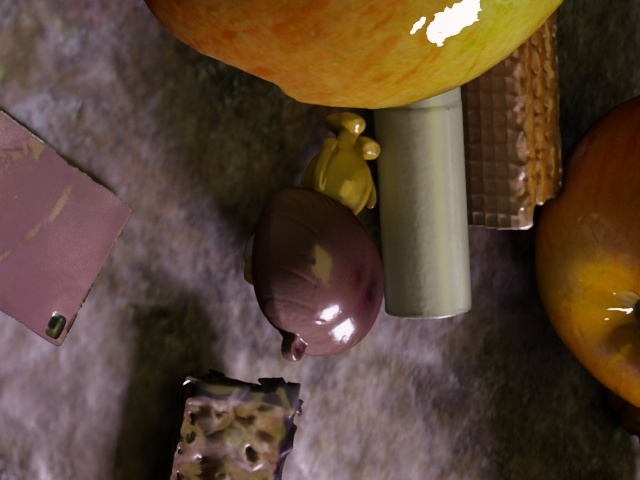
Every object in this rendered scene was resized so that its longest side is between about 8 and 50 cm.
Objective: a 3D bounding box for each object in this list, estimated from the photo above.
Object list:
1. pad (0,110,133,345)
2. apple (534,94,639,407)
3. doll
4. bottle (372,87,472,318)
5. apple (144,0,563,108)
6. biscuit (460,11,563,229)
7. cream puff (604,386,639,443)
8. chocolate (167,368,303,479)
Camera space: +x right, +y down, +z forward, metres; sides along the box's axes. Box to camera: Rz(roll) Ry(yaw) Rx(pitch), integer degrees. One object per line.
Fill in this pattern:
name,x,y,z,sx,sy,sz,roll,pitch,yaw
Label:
pad,-0.215,-0.021,1.081,0.187,0.006,0.113,38,72,-36
apple,0.316,0.016,1.380,0.233,0.286,0.286,-32,116,-38
doll,0.003,0.004,1.230,0.188,0.096,0.145,-63,148,-46
bottle,0.080,-0.042,1.296,0.072,0.072,0.202,-13,104,-40
apple,0.033,-0.252,1.075,0.339,0.339,0.340,-7,100,-41
biscuit,0.144,-0.199,1.318,0.054,0.094,0.379,-11,102,-40
cream puff,0.321,0.137,1.520,0.122,0.094,0.116,-11,101,-36
chocolate,-0.090,0.256,1.195,0.102,0.065,0.329,13,86,-23
